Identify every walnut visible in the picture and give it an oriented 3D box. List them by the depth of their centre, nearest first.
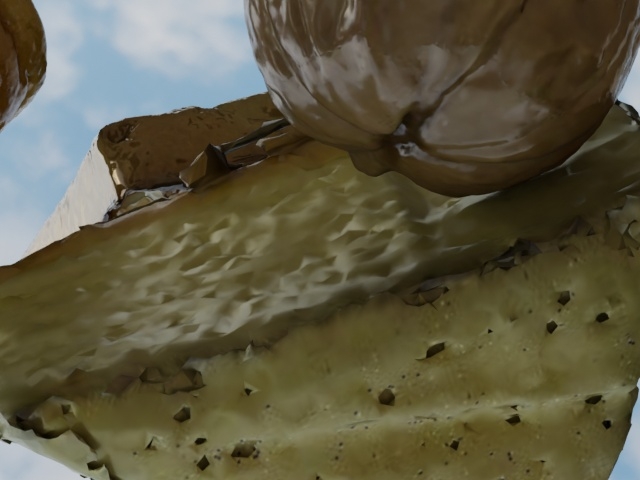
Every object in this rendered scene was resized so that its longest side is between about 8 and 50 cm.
[{"bbox_3d":[0.063,-0.129,0.704,0.213,0.213,0.213,22,-142,-19],"label":"walnut"}]

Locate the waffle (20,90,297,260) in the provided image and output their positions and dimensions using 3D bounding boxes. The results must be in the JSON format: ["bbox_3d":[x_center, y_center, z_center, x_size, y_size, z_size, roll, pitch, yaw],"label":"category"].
[{"bbox_3d":[-0.063,-0.031,1.107,0.304,0.348,0.077,-13,-102,-25],"label":"waffle"}]

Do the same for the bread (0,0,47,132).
[{"bbox_3d":[-0.315,-0.121,1.031,0.142,0.270,0.195,-50,-61,-40],"label":"bread"}]

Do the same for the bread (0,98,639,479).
[{"bbox_3d":[0.000,0.000,0.755,0.315,0.279,0.248,20,-162,-24],"label":"bread"}]
